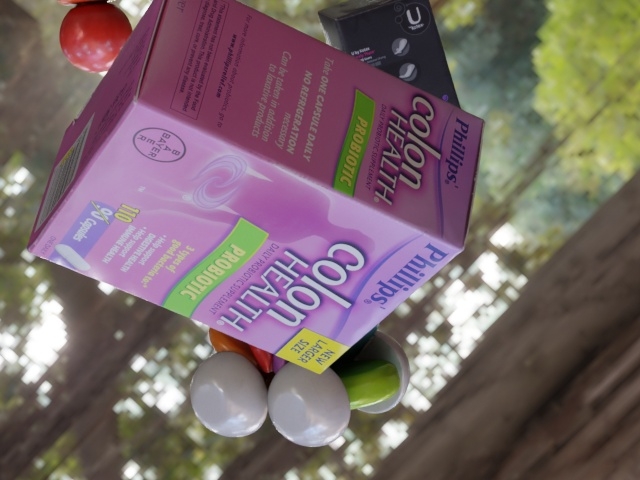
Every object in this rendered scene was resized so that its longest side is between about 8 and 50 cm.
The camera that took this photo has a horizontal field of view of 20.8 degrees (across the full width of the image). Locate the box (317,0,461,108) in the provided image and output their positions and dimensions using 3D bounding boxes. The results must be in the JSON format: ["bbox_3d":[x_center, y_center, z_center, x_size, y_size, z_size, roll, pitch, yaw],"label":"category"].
[{"bbox_3d":[0.110,-0.222,2.542,0.165,0.143,0.270,-130,21,-75],"label":"box"}]

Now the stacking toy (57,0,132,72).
[{"bbox_3d":[-0.283,-0.368,2.110,0.141,0.141,0.330,-16,-82,-69],"label":"stacking toy"}]

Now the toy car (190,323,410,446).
[{"bbox_3d":[-0.018,0.094,1.505,0.182,0.136,0.159,3,-168,33],"label":"toy car"}]

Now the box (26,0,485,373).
[{"bbox_3d":[-0.048,-0.038,1.216,0.243,0.213,0.117,24,-126,-17],"label":"box"}]
